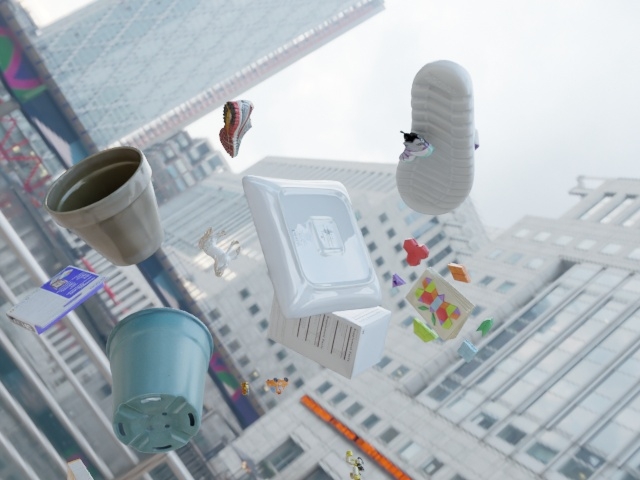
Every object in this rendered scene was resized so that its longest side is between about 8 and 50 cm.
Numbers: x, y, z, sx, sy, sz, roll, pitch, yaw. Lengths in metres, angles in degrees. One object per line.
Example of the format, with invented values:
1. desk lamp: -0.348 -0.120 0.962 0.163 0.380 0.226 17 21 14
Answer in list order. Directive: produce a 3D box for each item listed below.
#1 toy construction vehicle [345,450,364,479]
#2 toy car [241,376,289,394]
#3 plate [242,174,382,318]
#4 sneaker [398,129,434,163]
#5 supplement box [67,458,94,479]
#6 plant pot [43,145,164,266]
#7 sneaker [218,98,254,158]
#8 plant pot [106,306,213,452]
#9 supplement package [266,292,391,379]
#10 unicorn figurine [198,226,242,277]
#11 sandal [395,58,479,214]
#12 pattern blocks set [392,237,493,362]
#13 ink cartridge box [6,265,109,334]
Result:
1. toy construction vehicle: 0.086 0.574 1.703 0.086 0.035 0.098 -93 163 -48
2. toy car: -0.136 0.370 1.738 0.060 0.122 0.041 17 62 -54
3. plate: 0.000 0.000 1.307 0.045 0.278 0.277 -30 -109 39
4. sneaker: 0.178 -0.196 1.405 0.069 0.038 0.098 44 -28 -20
5. supplement box: -0.610 0.613 1.763 0.098 0.036 0.062 30 -59 44
6. plant pot: -0.623 -0.084 2.117 0.323 0.323 0.280 34 -24 48
7. sneaker: -0.253 -0.343 2.158 0.088 0.092 0.225 53 -34 22
8. plant pot: -0.494 0.440 2.127 0.334 0.341 0.341 -108 176 -56
9. supplement package: 0.017 0.195 1.601 0.244 0.139 0.134 22 -68 31
10. unicorn figurine: -0.271 0.036 1.880 0.162 0.111 0.060 32 -20 36
11. sandal: 0.262 -0.209 1.461 0.169 0.102 0.416 21 -35 15
12. pattern blocks set: 0.324 0.172 1.909 0.325 0.026 0.285 36 -50 31
13. ink cartridge box: -0.654 0.151 1.744 0.208 0.206 0.045 8 -50 43
